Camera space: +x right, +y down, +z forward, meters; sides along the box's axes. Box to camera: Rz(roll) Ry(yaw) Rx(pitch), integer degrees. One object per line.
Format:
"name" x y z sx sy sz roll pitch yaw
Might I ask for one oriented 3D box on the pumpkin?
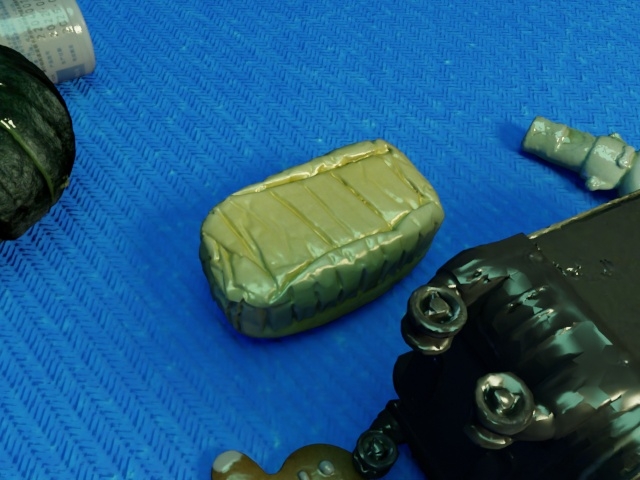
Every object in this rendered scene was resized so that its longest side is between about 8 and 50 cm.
"pumpkin" -0.340 -0.086 0.607 0.220 0.162 0.221 -2 50 2

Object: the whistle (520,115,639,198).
"whistle" 0.354 -0.073 0.743 0.258 0.067 0.126 26 68 17

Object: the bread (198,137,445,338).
"bread" 0.000 0.000 0.620 0.236 0.106 0.140 -25 62 -22

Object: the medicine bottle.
"medicine bottle" -0.348 -0.214 0.732 0.168 0.105 0.105 -23 61 -22

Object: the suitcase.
"suitcase" 0.253 0.080 0.490 0.433 0.283 0.194 -21 58 -22

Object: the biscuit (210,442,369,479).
"biscuit" -0.049 0.225 0.504 0.205 0.031 0.138 -26 61 -24
